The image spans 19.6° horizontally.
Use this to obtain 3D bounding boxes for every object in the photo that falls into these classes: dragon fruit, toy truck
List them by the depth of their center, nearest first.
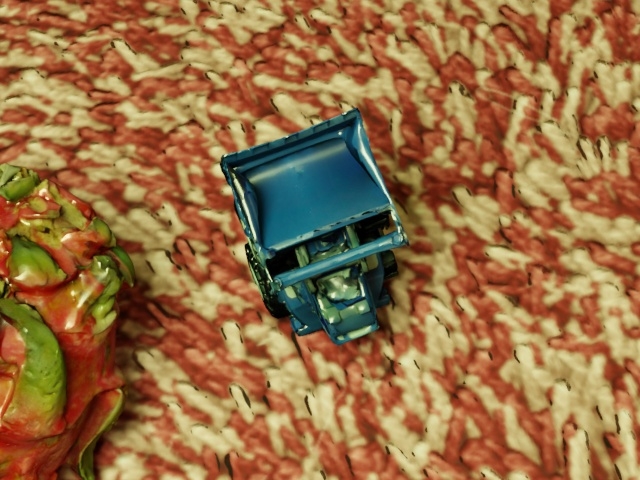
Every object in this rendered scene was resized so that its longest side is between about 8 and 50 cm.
[{"bbox_3d":[-0.273,0.085,1.381,0.303,0.237,0.231,-46,52,3],"label":"dragon fruit"},{"bbox_3d":[0.000,0.000,1.406,0.113,0.208,0.126,-21,58,-3],"label":"toy truck"}]
